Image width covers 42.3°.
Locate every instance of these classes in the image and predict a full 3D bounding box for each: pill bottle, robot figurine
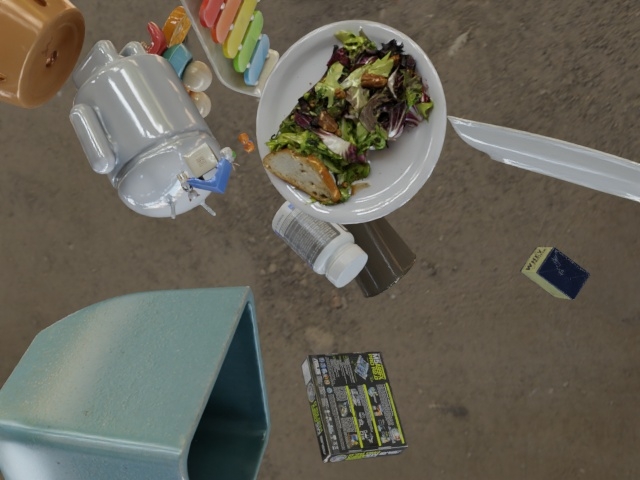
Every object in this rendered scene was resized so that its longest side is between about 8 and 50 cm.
[{"bbox_3d":[0.000,0.000,1.217,0.137,0.078,0.078,44,129,20],"label":"pill bottle"},{"bbox_3d":[-0.307,-0.189,1.485,0.199,0.299,0.354,-40,75,38],"label":"robot figurine"}]

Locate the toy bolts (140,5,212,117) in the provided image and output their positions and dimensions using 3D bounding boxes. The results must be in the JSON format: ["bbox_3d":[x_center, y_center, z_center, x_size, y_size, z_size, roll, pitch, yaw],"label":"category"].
[{"bbox_3d":[-0.275,-0.365,1.695,0.158,0.228,0.218,30,89,-1],"label":"toy bolts"}]

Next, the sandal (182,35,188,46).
[{"bbox_3d":[-0.409,-0.489,2.144,0.090,0.060,0.219,49,130,-10],"label":"sandal"}]

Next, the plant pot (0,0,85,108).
[{"bbox_3d":[-0.562,-0.368,1.476,0.203,0.291,0.291,30,127,2],"label":"plant pot"}]

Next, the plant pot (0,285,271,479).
[{"bbox_3d":[-0.213,0.206,0.916,0.252,0.247,0.248,5,128,11],"label":"plant pot"}]

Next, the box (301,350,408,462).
[{"bbox_3d":[0.083,0.417,2.096,0.060,0.216,0.270,120,143,-49],"label":"box"}]

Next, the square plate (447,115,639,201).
[{"bbox_3d":[0.397,-0.092,1.148,0.347,0.344,0.049,24,103,42],"label":"square plate"}]

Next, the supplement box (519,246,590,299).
[{"bbox_3d":[0.414,0.057,1.462,0.083,0.083,0.056,36,85,-6],"label":"supplement box"}]

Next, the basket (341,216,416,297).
[{"bbox_3d":[0.110,-0.002,2.052,0.154,0.204,0.227,-30,102,30],"label":"basket"}]

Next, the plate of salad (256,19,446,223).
[{"bbox_3d":[0.023,-0.116,0.803,0.199,0.048,0.200,0,90,23],"label":"plate of salad"}]

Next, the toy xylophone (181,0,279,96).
[{"bbox_3d":[-0.157,-0.428,1.508,0.081,0.236,0.323,8,160,19],"label":"toy xylophone"}]

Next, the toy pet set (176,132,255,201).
[{"bbox_3d":[-0.142,-0.096,1.171,0.122,0.114,0.065,-32,81,2],"label":"toy pet set"}]
